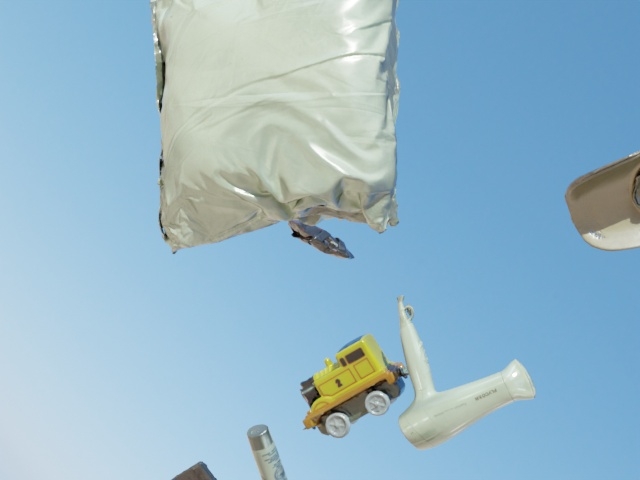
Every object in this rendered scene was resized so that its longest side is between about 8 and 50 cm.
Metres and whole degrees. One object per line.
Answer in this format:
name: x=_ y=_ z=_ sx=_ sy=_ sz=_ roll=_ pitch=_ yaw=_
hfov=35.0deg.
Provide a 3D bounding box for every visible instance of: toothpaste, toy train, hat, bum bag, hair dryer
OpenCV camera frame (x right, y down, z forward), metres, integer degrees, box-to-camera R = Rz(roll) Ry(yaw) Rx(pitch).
toothpaste: x=-0.068 y=0.407 z=1.653 sx=0.039 sy=0.062 sz=0.239 roll=-3 pitch=-65 yaw=34
toy train: x=0.049 y=0.240 z=1.667 sx=0.127 sy=0.219 sz=0.089 roll=59 pitch=17 yaw=4
hat: x=0.375 y=-0.064 z=1.191 sx=0.085 sy=0.175 sz=0.147 roll=-71 pitch=146 yaw=-67
bum bag: x=0.001 y=-0.001 z=1.632 sx=0.124 sy=0.034 sz=0.058 roll=27 pitch=0 yaw=-11
hair dryer: x=0.187 y=0.178 z=1.555 sx=0.237 sy=0.206 sz=0.075 roll=65 pitch=13 yaw=20

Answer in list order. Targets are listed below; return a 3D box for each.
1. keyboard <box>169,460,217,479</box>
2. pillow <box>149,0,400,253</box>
keyboard: x=-0.100 y=0.336 z=1.147 sx=0.195 sy=0.060 sz=0.018 roll=56 pitch=14 yaw=-9
pillow: x=-0.053 y=-0.143 z=1.063 sx=0.283 sy=0.310 sz=0.138 roll=-3 pitch=-12 yaw=16
